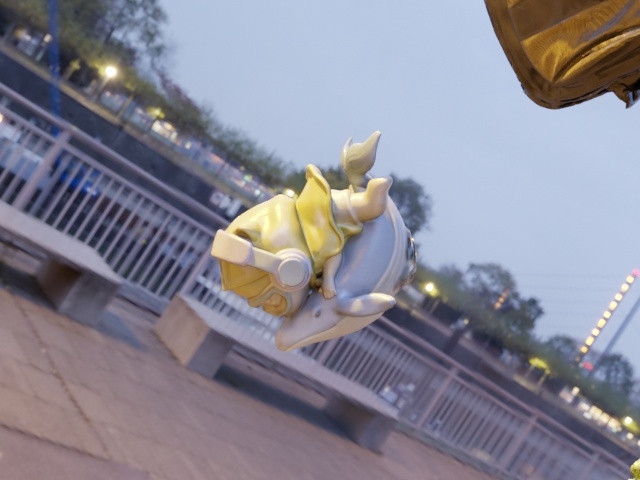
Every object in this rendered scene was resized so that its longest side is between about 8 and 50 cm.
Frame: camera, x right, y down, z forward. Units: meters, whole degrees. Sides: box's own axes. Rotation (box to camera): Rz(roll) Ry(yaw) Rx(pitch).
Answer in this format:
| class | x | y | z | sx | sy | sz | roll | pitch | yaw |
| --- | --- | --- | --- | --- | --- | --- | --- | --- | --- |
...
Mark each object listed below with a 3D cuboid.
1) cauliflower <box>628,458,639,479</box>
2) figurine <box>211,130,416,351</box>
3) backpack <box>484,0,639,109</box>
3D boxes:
| class | x | y | z | sx | sy | sz | roll | pitch | yaw |
| --- | --- | --- | --- | --- | --- | --- | --- | --- | --- |
| cauliflower | 0.349 | 0.199 | 0.692 | 0.250 | 0.272 | 0.275 | 55 | 16 | -34 |
| figurine | 0.000 | 0.000 | 0.828 | 0.183 | 0.208 | 0.128 | 17 | -3 | -14 |
| backpack | 0.233 | -0.210 | 0.789 | 0.133 | 0.206 | 0.258 | -14 | -4 | -27 |
